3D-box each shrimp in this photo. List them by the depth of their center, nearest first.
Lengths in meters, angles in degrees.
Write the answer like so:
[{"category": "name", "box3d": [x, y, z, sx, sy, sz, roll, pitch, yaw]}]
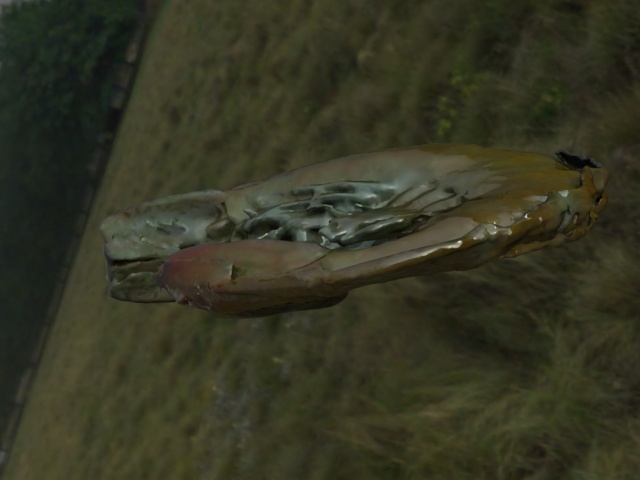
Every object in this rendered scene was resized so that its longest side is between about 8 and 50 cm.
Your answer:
[{"category": "shrimp", "box3d": [0.000, 0.001, 0.447, 0.173, 0.253, 0.058, -52, -50, -71]}]
